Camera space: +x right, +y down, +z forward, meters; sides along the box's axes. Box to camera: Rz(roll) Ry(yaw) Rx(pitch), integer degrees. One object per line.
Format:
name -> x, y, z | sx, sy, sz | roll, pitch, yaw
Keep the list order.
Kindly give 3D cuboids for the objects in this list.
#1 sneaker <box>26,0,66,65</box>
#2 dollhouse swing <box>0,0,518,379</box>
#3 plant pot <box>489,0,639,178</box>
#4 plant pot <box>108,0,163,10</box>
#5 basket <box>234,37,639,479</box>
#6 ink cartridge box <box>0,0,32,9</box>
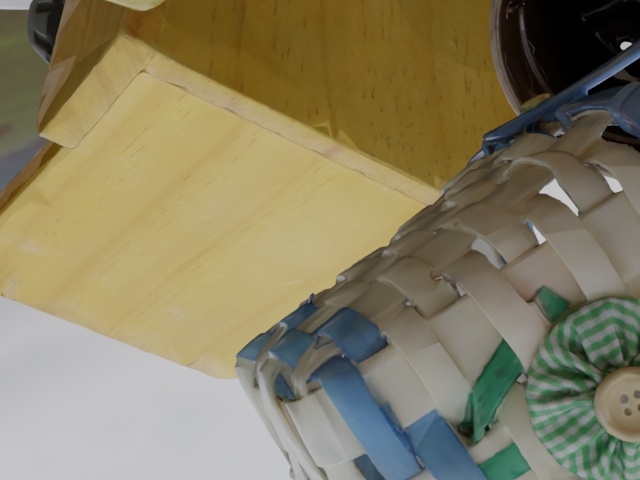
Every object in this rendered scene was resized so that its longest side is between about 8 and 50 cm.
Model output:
sneaker -> -0.103, -0.155, 1.312 | 0.267, 0.101, 0.106 | 8, -173, -4
dollhouse swing -> -0.064, -0.101, 1.261 | 0.347, 0.315, 0.305 | 23, 151, -28
plant pot -> 0.191, -0.134, 0.913 | 0.167, 0.167, 0.165 | -17, -168, 21
plant pot -> -0.115, -0.227, 0.728 | 0.212, 0.187, 0.212 | -43, 162, 16
basket -> 0.140, 0.055, 0.574 | 0.289, 0.254, 0.201 | -32, -174, -18
ink cartridge box -> -0.114, -0.342, 1.481 | 0.395, 0.166, 0.285 | 6, -141, 26
